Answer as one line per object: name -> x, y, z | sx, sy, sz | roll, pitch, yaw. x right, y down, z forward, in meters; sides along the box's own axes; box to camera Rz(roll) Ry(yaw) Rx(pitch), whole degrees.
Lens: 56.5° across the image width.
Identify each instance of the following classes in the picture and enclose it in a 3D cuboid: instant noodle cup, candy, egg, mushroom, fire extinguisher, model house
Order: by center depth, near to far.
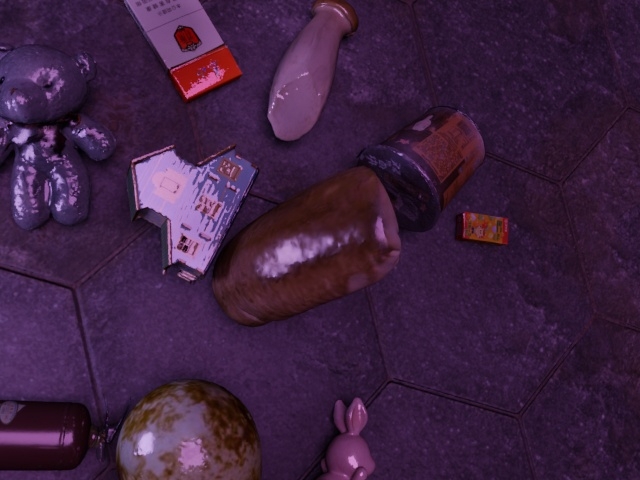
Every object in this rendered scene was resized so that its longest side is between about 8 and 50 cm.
fire extinguisher -> -0.504, 0.319, 1.006 | 0.337, 0.114, 0.135 | 8, 66, -16
egg -> -0.216, 0.379, 1.026 | 0.238, 0.238, 0.289 | -31, 115, -19
mushroom -> -0.033, 0.011, 1.056 | 0.313, 0.397, 0.224 | -19, 86, -16
model house -> -0.266, -0.076, 1.105 | 0.206, 0.178, 0.271 | 29, 77, -18
mushroom -> -0.020, -0.371, 1.264 | 0.128, 0.128, 0.350 | 28, 70, -12
instant noodle cup -> 0.222, -0.162, 1.267 | 0.207, 0.217, 0.217 | -41, 95, -25
candy -> 0.373, -0.026, 1.375 | 0.122, 0.038, 0.062 | 7, 80, -17

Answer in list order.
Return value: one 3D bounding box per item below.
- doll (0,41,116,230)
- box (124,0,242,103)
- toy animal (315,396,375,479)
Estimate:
doll -> -0.497, -0.192, 1.063 | 0.246, 0.158, 0.340 | -1, 84, -6
box -> -0.283, -0.418, 1.231 | 0.139, 0.035, 0.245 | -31, 91, -20
toy animal -> 0.062, 0.425, 1.172 | 0.124, 0.124, 0.212 | 28, 68, -12
